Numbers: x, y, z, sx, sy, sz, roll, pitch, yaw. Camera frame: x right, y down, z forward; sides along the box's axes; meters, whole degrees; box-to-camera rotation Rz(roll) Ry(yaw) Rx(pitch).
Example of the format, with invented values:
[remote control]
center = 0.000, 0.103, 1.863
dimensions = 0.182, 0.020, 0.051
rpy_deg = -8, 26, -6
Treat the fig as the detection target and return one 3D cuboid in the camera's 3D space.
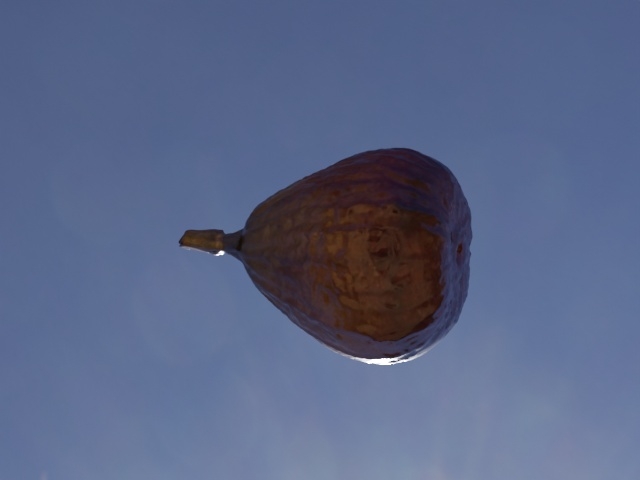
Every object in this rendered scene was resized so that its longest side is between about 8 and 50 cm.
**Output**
[fig]
center = 0.013, -0.006, 0.848
dimensions = 0.153, 0.119, 0.119
rpy_deg = 34, -84, 23
